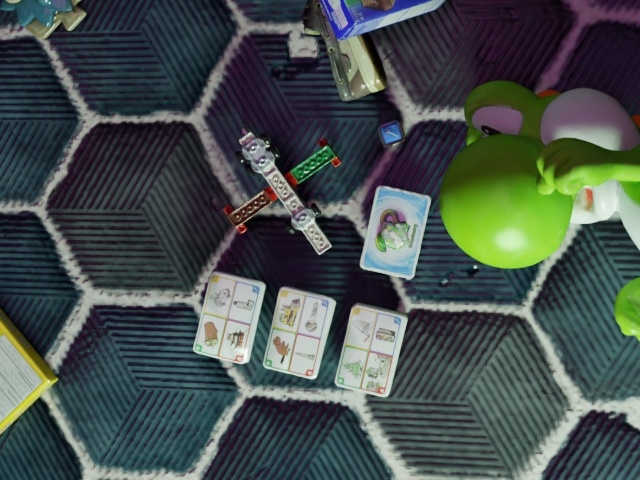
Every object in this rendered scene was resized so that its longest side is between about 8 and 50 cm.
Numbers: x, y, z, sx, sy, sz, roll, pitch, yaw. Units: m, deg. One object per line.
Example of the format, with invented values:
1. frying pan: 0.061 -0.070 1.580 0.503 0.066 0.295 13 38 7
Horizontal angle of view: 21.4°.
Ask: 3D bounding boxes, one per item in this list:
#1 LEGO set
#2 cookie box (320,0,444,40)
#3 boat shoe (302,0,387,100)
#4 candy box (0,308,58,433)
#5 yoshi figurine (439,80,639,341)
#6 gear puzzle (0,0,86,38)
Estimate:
1. LEGO set: 0.000 0.000 1.518 0.182 0.060 0.244 12 97 3
2. cookie box: 0.048 -0.232 1.454 0.107 0.040 0.092 -22 85 -28
3. boat shoe: 0.007 -0.195 1.490 0.049 0.056 0.152 -26 85 10
4. candy box: -0.351 0.089 1.619 0.105 0.027 0.206 -43 80 16
5. yoshi figurine: 0.243 -0.012 1.346 0.362 0.203 0.203 25 109 32
6. gear puzzle: -0.201 -0.351 1.549 0.339 0.044 0.175 -45 80 13
